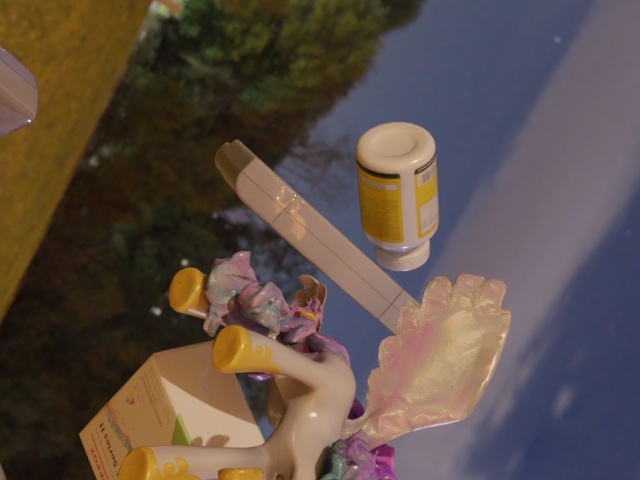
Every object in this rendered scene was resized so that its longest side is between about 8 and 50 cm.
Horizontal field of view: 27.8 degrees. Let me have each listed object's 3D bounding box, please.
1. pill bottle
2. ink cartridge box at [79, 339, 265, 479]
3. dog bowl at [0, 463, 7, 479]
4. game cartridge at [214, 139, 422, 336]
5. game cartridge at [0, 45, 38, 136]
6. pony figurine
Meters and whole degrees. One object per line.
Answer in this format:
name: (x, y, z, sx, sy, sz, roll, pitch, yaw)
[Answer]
pill bottle: (0.101, -0.053, 1.677, 0.103, 0.103, 0.184, -67, 157, -47)
ink cartridge box: (-0.227, 0.314, 1.855, 0.119, 0.207, 0.353, -12, 157, -38)
dog bowl: (-0.432, 0.147, 0.906, 0.408, 0.407, 0.151, 141, -60, -77)
game cartridge: (0.000, 0.000, 1.562, 0.062, 0.297, 0.198, -47, -162, 5)
game cartridge: (-0.370, -0.140, 0.806, 0.230, 0.355, 0.068, -27, -126, 15)
pony figurine: (-0.004, 0.160, 1.284, 0.302, 0.363, 0.351, -8, -120, 40)
